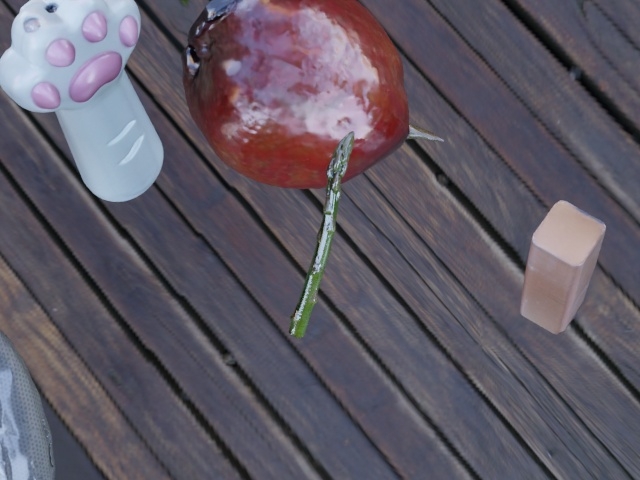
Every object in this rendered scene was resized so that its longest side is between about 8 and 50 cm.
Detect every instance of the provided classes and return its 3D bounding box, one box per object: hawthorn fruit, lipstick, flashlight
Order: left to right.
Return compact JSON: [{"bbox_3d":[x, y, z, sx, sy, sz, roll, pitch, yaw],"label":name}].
[{"bbox_3d":[-0.142,-0.084,0.652,0.093,0.200,0.047,-43,69,-17],"label":"flashlight"},{"bbox_3d":[-0.006,-0.137,0.917,0.251,0.189,0.189,23,88,-16],"label":"hawthorn fruit"},{"bbox_3d":[0.189,0.025,0.796,0.045,0.145,0.045,33,73,20],"label":"lipstick"}]

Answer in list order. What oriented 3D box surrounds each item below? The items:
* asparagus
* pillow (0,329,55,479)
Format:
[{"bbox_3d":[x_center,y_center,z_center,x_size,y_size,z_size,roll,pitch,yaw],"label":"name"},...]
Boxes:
[{"bbox_3d":[0.000,0.000,0.682,0.016,0.016,0.162,1,123,-20],"label":"asparagus"},{"bbox_3d":[-0.250,0.094,0.508,0.255,0.059,0.169,-3,110,15],"label":"pillow"}]
